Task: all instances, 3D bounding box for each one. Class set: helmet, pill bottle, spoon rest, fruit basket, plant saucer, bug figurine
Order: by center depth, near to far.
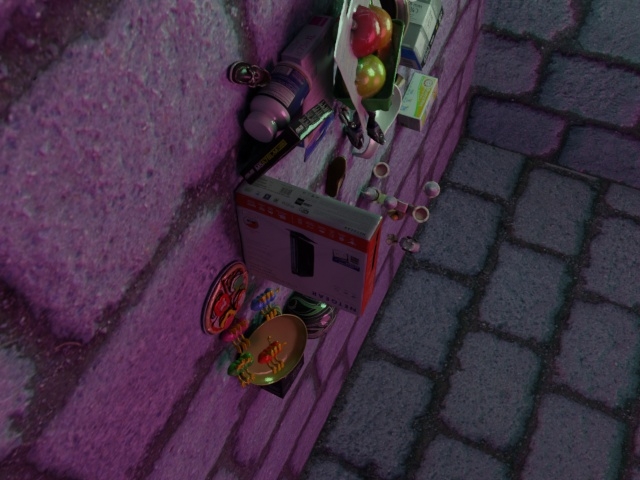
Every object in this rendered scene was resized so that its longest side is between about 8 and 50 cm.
[{"bbox_3d":[-0.094,-0.295,1.286,0.169,0.094,0.094,-61,162,-24],"label":"pill bottle"},{"bbox_3d":[0.092,-0.482,1.455,0.353,0.165,0.327,40,58,-62],"label":"fruit basket"},{"bbox_3d":[-0.181,0.264,1.651,0.216,0.072,0.279,-33,131,-41],"label":"bug figurine"},{"bbox_3d":[-0.146,0.324,1.815,0.241,0.037,0.241,-20,124,-33],"label":"plant saucer"},{"bbox_3d":[-0.030,0.250,2.016,0.169,0.161,0.169,-57,160,-35],"label":"helmet"},{"bbox_3d":[0.190,-0.401,2.024,0.084,0.137,0.276,52,-51,57],"label":"spoon rest"}]

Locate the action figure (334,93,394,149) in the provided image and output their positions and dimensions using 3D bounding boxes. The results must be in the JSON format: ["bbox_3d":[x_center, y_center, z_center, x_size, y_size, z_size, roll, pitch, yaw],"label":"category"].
[{"bbox_3d":[0.135,-0.391,1.814,0.185,0.099,0.285,-25,154,-4],"label":"action figure"}]

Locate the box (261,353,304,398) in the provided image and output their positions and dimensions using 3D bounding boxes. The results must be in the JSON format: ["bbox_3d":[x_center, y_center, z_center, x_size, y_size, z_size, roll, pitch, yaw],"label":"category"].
[{"bbox_3d":[-0.130,0.422,2.028,0.156,0.093,0.158,-57,160,-35],"label":"box"}]

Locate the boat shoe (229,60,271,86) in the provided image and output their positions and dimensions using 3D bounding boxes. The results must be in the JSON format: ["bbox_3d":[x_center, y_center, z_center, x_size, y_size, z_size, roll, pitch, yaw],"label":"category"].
[{"bbox_3d":[-0.139,-0.329,1.200,0.125,0.038,0.046,-21,130,-68],"label":"boat shoe"}]

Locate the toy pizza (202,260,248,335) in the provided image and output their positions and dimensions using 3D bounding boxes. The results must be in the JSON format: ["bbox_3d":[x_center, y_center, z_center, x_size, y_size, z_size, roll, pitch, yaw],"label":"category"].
[{"bbox_3d":[-0.229,0.149,1.500,0.201,0.032,0.201,-57,159,-36],"label":"toy pizza"}]

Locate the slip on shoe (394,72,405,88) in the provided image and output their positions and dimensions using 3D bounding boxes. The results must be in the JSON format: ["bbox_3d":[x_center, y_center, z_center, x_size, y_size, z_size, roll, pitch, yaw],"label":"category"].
[{"bbox_3d":[0.262,-0.557,2.189,0.041,0.051,0.135,48,65,-26],"label":"slip on shoe"}]

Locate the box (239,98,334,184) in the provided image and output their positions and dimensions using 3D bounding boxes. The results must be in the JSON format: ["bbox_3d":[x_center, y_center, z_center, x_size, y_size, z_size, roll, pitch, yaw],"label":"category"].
[{"bbox_3d":[-0.075,-0.222,1.344,0.184,0.045,0.191,-38,-172,38],"label":"box"}]

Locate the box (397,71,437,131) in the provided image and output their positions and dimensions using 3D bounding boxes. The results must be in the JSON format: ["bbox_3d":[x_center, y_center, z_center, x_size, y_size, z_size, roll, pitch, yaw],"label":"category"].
[{"bbox_3d":[0.406,-0.577,2.495,0.203,0.103,0.114,-65,163,-12],"label":"box"}]

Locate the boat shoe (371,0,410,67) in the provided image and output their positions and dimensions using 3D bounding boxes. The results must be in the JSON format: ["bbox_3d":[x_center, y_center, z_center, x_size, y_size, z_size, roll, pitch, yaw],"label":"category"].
[{"bbox_3d":[0.174,-0.582,1.722,0.130,0.132,0.355,-61,160,-26],"label":"boat shoe"}]

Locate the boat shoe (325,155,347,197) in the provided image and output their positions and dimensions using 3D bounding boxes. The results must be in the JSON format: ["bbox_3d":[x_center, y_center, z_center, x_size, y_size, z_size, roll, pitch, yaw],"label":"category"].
[{"bbox_3d":[0.053,-0.212,1.926,0.049,0.056,0.152,-56,169,-52],"label":"boat shoe"}]

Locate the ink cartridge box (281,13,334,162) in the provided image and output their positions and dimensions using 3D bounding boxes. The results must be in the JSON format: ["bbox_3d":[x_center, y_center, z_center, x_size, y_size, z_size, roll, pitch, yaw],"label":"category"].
[{"bbox_3d":[-0.026,-0.365,1.471,0.311,0.065,0.186,86,27,-50],"label":"ink cartridge box"}]

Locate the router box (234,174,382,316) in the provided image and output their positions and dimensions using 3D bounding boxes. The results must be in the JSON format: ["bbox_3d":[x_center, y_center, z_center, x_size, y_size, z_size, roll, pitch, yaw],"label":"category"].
[{"bbox_3d":[-0.029,0.014,1.437,0.301,0.335,0.082,90,26,-50],"label":"router box"}]

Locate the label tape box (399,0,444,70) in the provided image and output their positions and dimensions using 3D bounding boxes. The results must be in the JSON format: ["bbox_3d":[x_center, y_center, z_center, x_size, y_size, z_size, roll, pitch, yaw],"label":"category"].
[{"bbox_3d":[0.350,-0.790,2.067,0.334,0.106,0.240,-70,164,5],"label":"label tape box"}]

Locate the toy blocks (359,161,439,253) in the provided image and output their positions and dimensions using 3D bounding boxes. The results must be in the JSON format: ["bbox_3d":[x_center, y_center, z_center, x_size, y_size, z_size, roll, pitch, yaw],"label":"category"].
[{"bbox_3d":[0.299,-0.127,2.387,0.260,0.288,0.309,-15,126,-77],"label":"toy blocks"}]

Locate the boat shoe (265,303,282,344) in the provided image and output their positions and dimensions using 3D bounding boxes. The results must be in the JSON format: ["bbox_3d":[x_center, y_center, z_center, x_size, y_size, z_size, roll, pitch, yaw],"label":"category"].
[{"bbox_3d":[-0.145,0.289,1.887,0.072,0.068,0.190,-71,176,-65],"label":"boat shoe"}]
